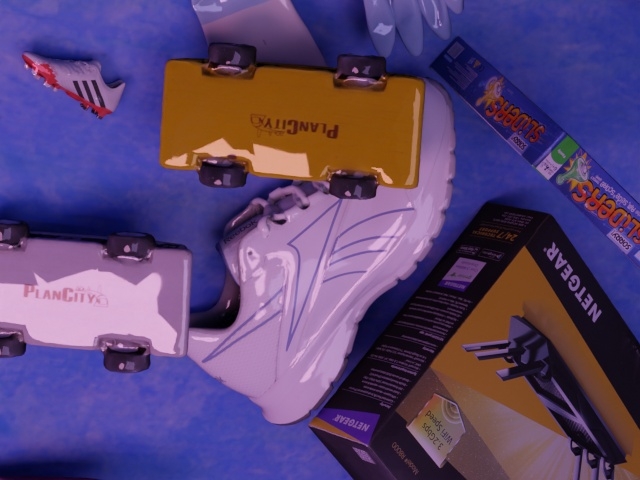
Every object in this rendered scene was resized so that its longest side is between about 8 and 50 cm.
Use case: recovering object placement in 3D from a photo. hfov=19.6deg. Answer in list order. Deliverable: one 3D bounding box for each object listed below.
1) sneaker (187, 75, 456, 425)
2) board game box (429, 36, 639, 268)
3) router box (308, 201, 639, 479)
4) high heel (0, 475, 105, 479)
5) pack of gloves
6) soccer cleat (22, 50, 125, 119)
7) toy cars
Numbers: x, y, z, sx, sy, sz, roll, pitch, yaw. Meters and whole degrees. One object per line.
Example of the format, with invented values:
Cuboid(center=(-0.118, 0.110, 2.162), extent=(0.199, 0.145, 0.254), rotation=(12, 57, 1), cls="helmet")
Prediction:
Cuboid(center=(0.000, 0.000, 1.409), extent=(0.129, 0.111, 0.297), rotation=(28, 101, -19), cls="sneaker")
Cuboid(center=(0.169, -0.067, 1.377), extent=(0.035, 0.201, 0.136), rotation=(-47, 120, 7), cls="board game box")
Cuboid(center=(0.164, 0.161, 1.507), extent=(0.243, 0.081, 0.309), rotation=(-51, 123, -19), cls="router box")
Cuboid(center=(-0.324, 0.202, 1.370), extent=(0.377, 0.127, 0.181), rotation=(-14, 129, -9), cls="high heel")
Cuboid(center=(-0.012, -0.216, 1.344), extent=(0.195, 0.046, 0.232), rotation=(-20, 121, 7), cls="pack of gloves")
Cuboid(center=(-0.177, -0.119, 1.331), extent=(0.083, 0.029, 0.035), rotation=(32, 92, -32), cls="soccer cleat")
Cuboid(center=(-0.100, -0.026, 1.354), extent=(0.394, 0.087, 0.176), rotation=(-36, 93, 10), cls="toy cars")
